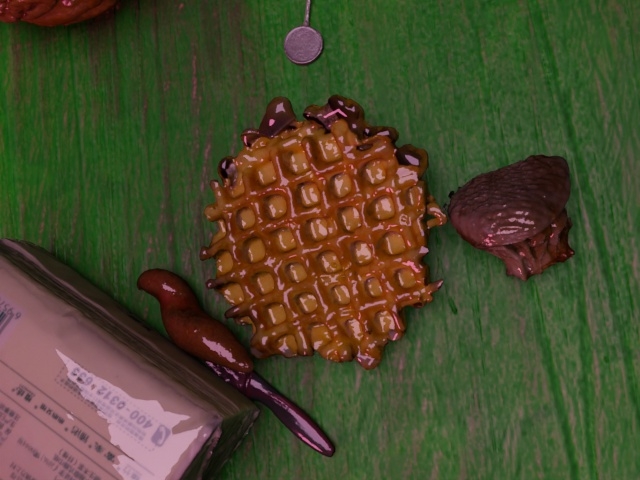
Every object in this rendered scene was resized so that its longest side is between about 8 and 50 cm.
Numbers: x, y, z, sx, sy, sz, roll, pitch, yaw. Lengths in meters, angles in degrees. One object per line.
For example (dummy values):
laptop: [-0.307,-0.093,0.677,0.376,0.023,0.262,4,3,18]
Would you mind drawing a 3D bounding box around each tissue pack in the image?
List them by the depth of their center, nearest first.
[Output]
tissue pack: [-0.306,0.210,0.934,0.380,0.207,0.297,35,89,14]

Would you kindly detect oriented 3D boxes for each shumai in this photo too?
shumai: [0.218,-0.016,0.903,0.145,0.146,0.116,-21,122,10]

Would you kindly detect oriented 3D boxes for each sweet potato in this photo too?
sweet potato: [-0.156,0.098,0.982,0.202,0.058,0.055,41,129,24]

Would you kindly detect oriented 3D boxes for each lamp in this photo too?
lamp: [-0.013,-0.319,1.012,0.050,0.056,0.199,8,89,10]

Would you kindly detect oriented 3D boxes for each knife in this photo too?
knife: [-0.080,0.179,0.988,0.247,0.018,0.035,37,96,17]

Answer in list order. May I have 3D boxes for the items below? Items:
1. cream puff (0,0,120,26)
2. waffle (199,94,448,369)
cream puff: [-0.364,-0.437,1.011,0.342,0.231,0.327,25,93,14]
waffle: [0.003,-0.011,0.946,0.329,0.062,0.330,1,92,20]
